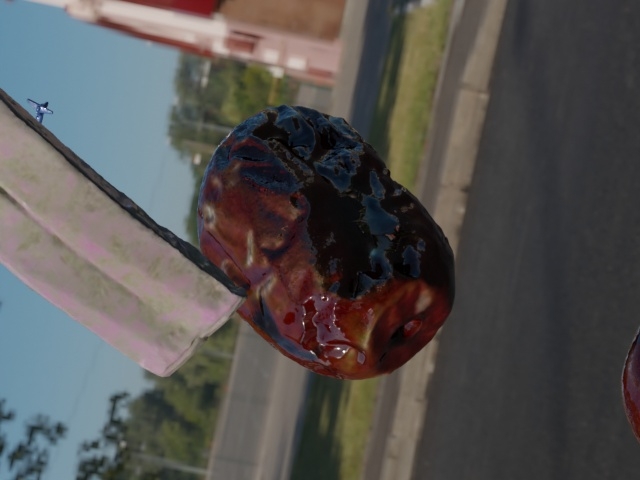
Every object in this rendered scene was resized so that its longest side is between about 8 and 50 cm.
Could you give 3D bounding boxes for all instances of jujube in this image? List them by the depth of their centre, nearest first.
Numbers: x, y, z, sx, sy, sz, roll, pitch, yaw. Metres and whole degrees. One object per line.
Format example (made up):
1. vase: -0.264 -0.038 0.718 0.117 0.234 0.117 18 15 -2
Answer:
1. jujube: -0.002 0.000 1.652 0.377 0.276 0.276 44 133 39

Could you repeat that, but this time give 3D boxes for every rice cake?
1. rice cake: -0.192 -0.005 1.016 0.106 0.298 0.050 -45 31 6

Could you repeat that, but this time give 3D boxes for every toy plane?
1. toy plane: -0.369 -0.117 1.666 0.167 0.054 0.062 -64 -1 42

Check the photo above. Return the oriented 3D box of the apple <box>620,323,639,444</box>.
1. apple: 0.360 0.119 1.049 0.218 0.201 0.218 -44 20 20
